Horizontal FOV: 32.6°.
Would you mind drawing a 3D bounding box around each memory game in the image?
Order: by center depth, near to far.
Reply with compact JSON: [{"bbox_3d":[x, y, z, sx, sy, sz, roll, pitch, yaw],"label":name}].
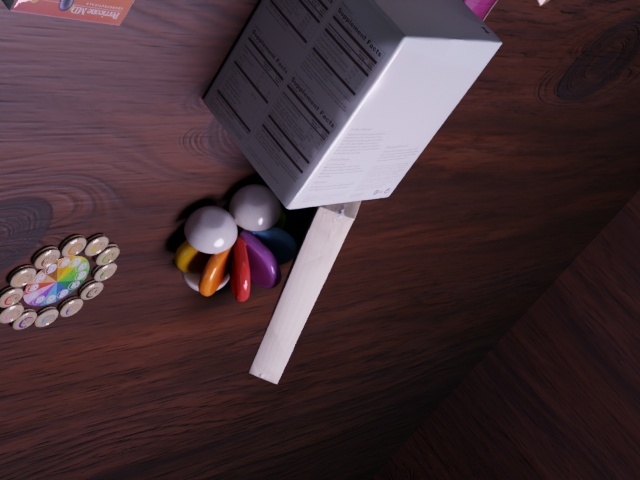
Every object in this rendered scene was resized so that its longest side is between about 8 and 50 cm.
[{"bbox_3d":[-0.351,0.057,1.470,0.186,0.012,0.186,-32,156,-16],"label":"memory game"}]

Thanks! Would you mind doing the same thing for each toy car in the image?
[{"bbox_3d":[-0.114,0.019,1.593,0.182,0.136,0.159,-28,154,-25],"label":"toy car"}]

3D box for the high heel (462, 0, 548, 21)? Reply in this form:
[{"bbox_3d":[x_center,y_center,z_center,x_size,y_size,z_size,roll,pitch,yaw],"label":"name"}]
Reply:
[{"bbox_3d":[0.155,-0.326,1.464,0.377,0.127,0.181,-38,126,11],"label":"high heel"}]

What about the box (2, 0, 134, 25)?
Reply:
[{"bbox_3d":[-0.206,-0.287,0.955,0.130,0.091,0.170,-6,140,-52],"label":"box"}]

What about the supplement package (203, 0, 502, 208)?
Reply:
[{"bbox_3d":[0.034,-0.204,1.326,0.199,0.198,0.263,-9,143,-48],"label":"supplement package"}]

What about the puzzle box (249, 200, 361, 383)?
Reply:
[{"bbox_3d":[0.000,0.000,1.644,0.409,0.052,0.272,114,-2,-48],"label":"puzzle box"}]
